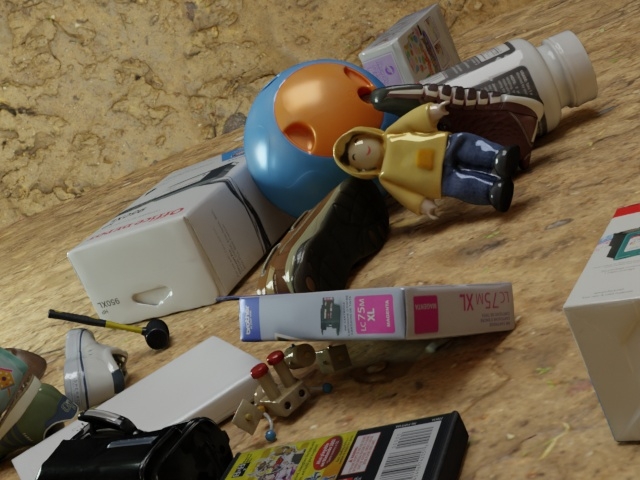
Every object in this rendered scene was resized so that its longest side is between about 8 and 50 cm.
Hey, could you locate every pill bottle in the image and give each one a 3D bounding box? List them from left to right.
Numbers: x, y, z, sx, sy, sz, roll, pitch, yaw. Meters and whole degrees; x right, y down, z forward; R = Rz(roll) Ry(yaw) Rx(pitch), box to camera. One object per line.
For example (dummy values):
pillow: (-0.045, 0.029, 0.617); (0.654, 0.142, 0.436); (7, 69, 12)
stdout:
pill bottle: (0.309, -0.244, 1.653); (0.318, 0.176, 0.176); (-24, 16, 4)

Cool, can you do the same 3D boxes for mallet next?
mallet: (-0.329, 0.130, 1.482); (0.189, 0.039, 0.062); (14, 7, -5)

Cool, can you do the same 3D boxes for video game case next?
video game case: (-0.016, 0.256, 0.804); (0.248, 0.035, 0.275); (-16, 19, 26)

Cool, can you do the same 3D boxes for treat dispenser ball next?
treat dispenser ball: (0.009, -0.174, 1.667); (0.288, 0.288, 0.288); (-23, 16, 7)

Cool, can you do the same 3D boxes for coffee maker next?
coffee maker: (-0.196, 0.259, 0.956); (0.178, 0.120, 0.171); (-13, 43, 39)

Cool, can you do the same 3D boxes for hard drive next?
hard drive: (-0.225, 0.229, 1.183); (0.307, 0.040, 0.203); (-31, 17, -20)

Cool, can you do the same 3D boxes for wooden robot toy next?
wooden robot toy: (-0.050, 0.166, 1.087); (0.173, 0.076, 0.079); (-35, 8, -34)

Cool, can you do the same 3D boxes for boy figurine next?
boy figurine: (0.152, -0.126, 1.418); (0.285, 0.177, 0.092); (15, 11, 23)

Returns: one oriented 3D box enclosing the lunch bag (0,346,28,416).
lunch bag: (-0.571, 0.253, 1.355); (0.262, 0.160, 0.223); (-25, 30, 47)

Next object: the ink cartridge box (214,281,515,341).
ink cartridge box: (0.042, 0.084, 1.085); (0.185, 0.065, 0.311); (1, -3, -43)

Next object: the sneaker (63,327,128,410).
sneaker: (-0.332, 0.192, 1.410); (0.091, 0.094, 0.258); (-4, 13, -13)

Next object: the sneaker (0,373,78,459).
sneaker: (-0.394, 0.261, 1.287); (0.192, 0.086, 0.064); (-49, 17, 37)

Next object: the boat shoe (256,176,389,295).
boat shoe: (0.000, 0.000, 1.442); (0.120, 0.123, 0.324); (-18, 16, 33)

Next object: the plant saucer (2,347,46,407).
plant saucer: (-0.626, 0.270, 1.631); (0.310, 0.050, 0.310); (-22, 17, 7)

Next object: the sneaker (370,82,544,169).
sneaker: (0.214, -0.159, 1.494); (0.281, 0.163, 0.106); (5, 5, -7)

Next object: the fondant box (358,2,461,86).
fondant box: (0.212, -0.340, 1.986); (0.096, 0.238, 0.330); (-16, 18, 27)

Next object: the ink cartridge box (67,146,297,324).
ink cartridge box: (-0.232, -0.024, 1.764); (0.285, 0.166, 0.395); (-16, 19, 29)

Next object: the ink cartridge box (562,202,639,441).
ink cartridge box: (0.297, 0.051, 0.816); (0.078, 0.134, 0.231); (-13, 19, 37)
